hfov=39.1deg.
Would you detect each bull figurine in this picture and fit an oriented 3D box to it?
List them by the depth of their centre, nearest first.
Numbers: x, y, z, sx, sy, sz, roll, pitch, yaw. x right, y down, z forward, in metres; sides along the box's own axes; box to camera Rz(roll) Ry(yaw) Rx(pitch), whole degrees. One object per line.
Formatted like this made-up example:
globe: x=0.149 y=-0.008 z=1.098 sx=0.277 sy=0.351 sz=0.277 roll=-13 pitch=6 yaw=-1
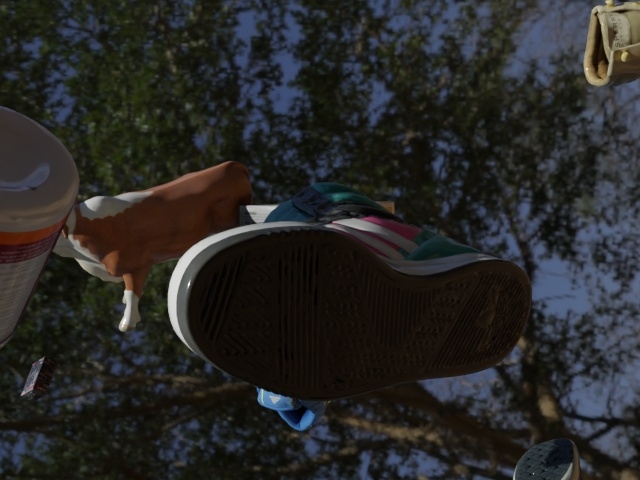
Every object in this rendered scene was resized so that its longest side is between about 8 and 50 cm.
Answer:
bull figurine: x=-0.219 y=-0.001 z=1.175 sx=0.310 sy=0.101 sz=0.188 roll=-20 pitch=-54 yaw=-26

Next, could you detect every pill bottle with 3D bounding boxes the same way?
pill bottle: x=-0.270 y=0.016 z=0.665 sx=0.121 sy=0.121 sz=0.221 roll=-28 pitch=-22 yaw=-53

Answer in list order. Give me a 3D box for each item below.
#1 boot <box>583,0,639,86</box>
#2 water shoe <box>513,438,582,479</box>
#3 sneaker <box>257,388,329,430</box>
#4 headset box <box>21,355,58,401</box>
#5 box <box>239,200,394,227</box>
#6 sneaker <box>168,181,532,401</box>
boot: x=0.402 y=-0.241 z=0.952 sx=0.262 sy=0.204 sz=0.095 roll=89 pitch=175 yaw=-78
water shoe: x=0.252 y=0.296 z=0.971 sx=0.080 sy=0.073 sz=0.203 roll=65 pitch=-155 yaw=-16
sneaker: x=-0.014 y=0.093 z=0.881 sx=0.126 sy=0.091 sz=0.240 roll=-63 pitch=-30 yaw=-45
headset box: x=-0.569 y=0.284 z=1.819 sx=0.032 sy=0.062 sz=0.083 roll=32 pitch=-128 yaw=-26
box: x=0.000 y=0.000 z=1.221 sx=0.203 sy=0.114 sz=0.103 roll=-6 pitch=-83 yaw=-49
sneaker: x=-0.008 y=0.022 z=0.631 sx=0.296 sy=0.178 sz=0.123 roll=7 pitch=-81 yaw=-42
